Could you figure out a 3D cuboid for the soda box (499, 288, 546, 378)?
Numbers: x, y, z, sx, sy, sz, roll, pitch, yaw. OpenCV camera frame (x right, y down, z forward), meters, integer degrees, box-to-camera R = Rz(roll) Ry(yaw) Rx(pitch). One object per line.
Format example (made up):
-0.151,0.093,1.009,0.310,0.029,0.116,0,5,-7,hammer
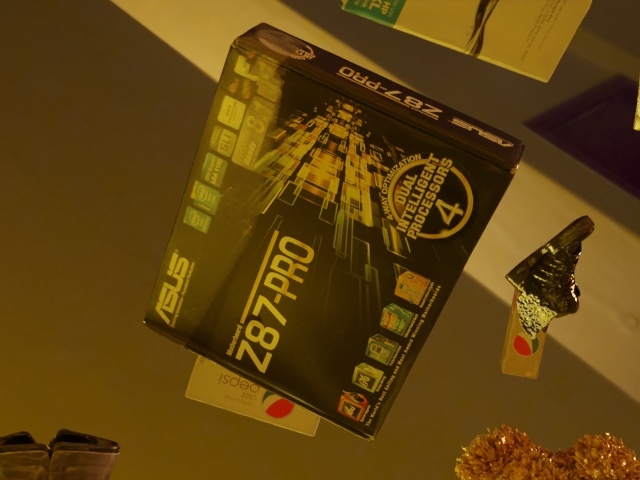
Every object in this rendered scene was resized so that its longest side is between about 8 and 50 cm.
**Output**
0.359,0.142,1.597,0.058,0.061,0.181,-54,-26,-79,soda box

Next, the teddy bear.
0.310,0.325,1.091,0.245,0.338,0.113,-60,7,22,teddy bear

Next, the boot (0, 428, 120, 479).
-0.292,0.377,1.241,0.338,0.118,0.222,12,-97,-24,boot

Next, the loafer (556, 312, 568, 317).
0.424,0.098,1.702,0.056,0.050,0.148,-25,-35,13,loafer

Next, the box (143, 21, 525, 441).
0.000,0.000,1.043,0.394,0.318,0.097,-66,-7,30,box

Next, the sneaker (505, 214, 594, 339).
0.281,0.046,1.084,0.051,0.089,0.170,-31,-10,-42,sneaker

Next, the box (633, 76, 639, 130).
0.367,-0.202,0.890,0.130,0.091,0.170,74,-146,-48,box

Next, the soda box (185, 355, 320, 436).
-0.103,0.246,1.484,0.069,0.216,0.073,132,156,-85,soda box

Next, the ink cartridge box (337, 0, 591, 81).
0.217,-0.445,1.573,0.395,0.285,0.166,15,-62,-19,ink cartridge box
